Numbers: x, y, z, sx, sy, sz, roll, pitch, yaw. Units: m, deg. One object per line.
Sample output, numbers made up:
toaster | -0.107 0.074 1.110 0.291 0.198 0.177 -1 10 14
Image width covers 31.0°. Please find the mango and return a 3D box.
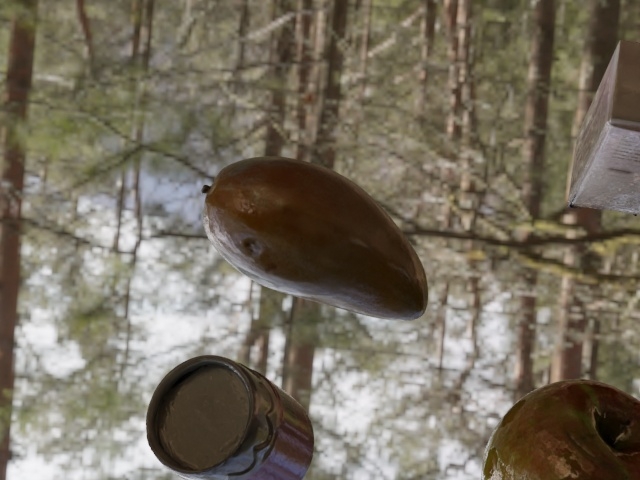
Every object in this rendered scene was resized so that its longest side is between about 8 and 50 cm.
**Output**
mango | 0.000 0.000 1.725 0.384 0.198 0.221 29 168 -11

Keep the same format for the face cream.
face cream | -0.122 0.263 1.587 0.175 0.175 0.195 5 158 28

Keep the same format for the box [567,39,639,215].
box | 0.388 -0.101 1.234 0.203 0.106 0.251 10 164 6

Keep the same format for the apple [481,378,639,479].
apple | 0.255 0.238 1.134 0.196 0.195 0.196 5 180 0
